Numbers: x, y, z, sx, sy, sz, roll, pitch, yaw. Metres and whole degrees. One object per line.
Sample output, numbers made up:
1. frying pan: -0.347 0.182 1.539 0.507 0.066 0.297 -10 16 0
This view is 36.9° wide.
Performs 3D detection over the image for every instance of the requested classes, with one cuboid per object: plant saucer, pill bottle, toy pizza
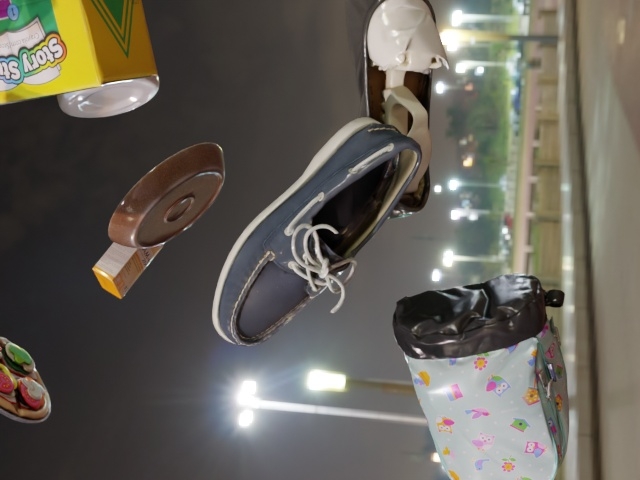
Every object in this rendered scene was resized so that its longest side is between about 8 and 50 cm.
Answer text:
1. plant saucer: -0.173 -0.046 1.128 0.168 0.029 0.168 -40 -14 -12
2. pill bottle: -0.312 -0.303 1.294 0.136 0.136 0.245 33 -140 -78
3. toy pizza: -0.498 0.205 1.516 0.032 0.201 0.201 -43 -9 6

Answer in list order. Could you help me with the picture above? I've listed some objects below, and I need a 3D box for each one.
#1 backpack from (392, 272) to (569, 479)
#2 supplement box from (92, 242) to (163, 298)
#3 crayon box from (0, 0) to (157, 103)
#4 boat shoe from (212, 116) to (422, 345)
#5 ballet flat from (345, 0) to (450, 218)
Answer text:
1. backpack: 0.147 0.132 0.840 0.115 0.152 0.182 -51 -54 -57
2. supplement box: -0.262 0.022 1.311 0.098 0.036 0.062 -55 -16 -22
3. crayon box: -0.385 -0.312 1.092 0.106 0.363 0.313 -32 -65 -55
4. boat shoe: 0.000 0.000 0.889 0.254 0.079 0.095 -48 -52 -6
5. ballet flat: 0.083 -0.155 0.953 0.096 0.095 0.280 -148 51 -61
